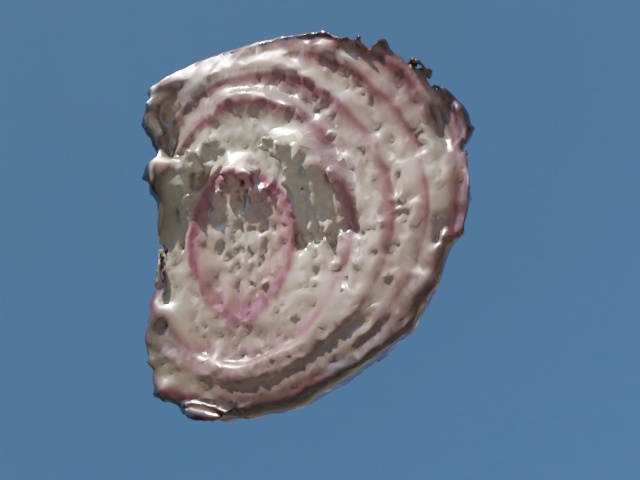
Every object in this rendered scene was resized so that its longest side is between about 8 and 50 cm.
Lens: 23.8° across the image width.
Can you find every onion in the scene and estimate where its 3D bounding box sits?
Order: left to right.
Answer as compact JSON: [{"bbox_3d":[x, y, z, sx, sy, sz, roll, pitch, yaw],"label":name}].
[{"bbox_3d":[0.000,0.000,1.195,0.280,0.314,0.146,-6,-22,23],"label":"onion"}]
